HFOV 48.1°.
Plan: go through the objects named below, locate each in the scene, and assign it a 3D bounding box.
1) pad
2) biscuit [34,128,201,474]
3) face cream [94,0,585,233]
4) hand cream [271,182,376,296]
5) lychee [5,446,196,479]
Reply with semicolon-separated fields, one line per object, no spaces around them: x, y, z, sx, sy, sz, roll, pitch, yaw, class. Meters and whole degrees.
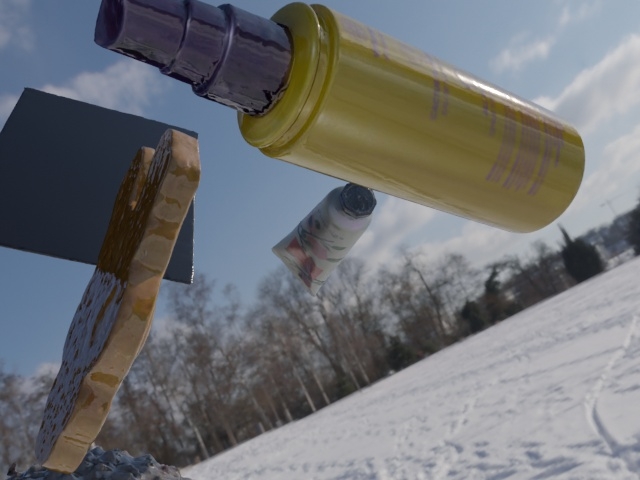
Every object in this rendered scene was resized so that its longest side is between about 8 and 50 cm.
-0.221;-0.066;0.711;0.202;0.300;0.005;13;-59;-18;pad
-0.139;0.038;0.494;0.040;0.236;0.144;19;-14;-21;biscuit
0.022;-0.068;0.371;0.273;0.078;0.078;14;-36;-33;face cream
0.000;0.000;0.781;0.050;0.080;0.234;-38;-6;-27;hand cream
-0.225;0.352;0.690;0.300;0.300;0.300;-26;-14;-7;lychee
